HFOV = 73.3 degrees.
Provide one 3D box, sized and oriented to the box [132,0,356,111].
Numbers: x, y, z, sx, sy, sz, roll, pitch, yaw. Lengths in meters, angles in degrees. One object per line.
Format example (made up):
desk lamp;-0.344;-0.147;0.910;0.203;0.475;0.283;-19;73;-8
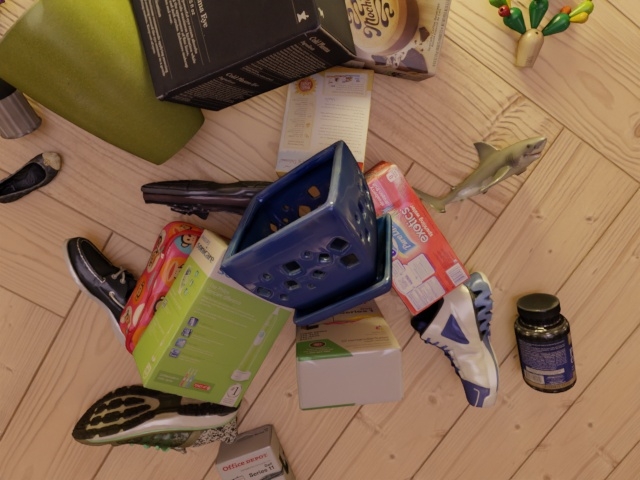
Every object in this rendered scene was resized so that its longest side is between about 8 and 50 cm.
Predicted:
box;-0.141;-0.437;0.719;0.312;0.179;0.344;-11;94;25

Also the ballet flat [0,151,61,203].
ballet flat;-0.625;-0.129;0.915;0.173;0.049;0.058;-34;105;5

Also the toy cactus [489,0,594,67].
toy cactus;0.453;-0.454;0.886;0.218;0.112;0.181;-1;114;-12

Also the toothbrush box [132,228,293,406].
toothbrush box;-0.195;0.156;0.843;0.206;0.122;0.284;30;91;-38

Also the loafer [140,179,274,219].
loafer;-0.228;-0.078;0.929;0.301;0.109;0.096;0;108;-7

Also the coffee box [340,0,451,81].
coffee box;0.088;-0.431;0.849;0.296;0.119;0.168;8;104;-6

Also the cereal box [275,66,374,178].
cereal box;0.011;-0.234;0.869;0.172;0.047;0.241;7;78;4

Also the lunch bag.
lunch bag;-0.263;0.126;0.939;0.258;0.120;0.294;23;94;-36

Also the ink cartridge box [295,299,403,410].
ink cartridge box;0.048;0.232;0.934;0.201;0.278;0.117;-5;101;-2

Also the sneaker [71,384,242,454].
sneaker;-0.382;0.461;1.038;0.409;0.158;0.182;-6;113;0

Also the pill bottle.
pill bottle;0.543;0.247;1.048;0.122;0.123;0.220;-16;105;0

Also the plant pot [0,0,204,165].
plant pot;-0.370;-0.294;0.804;0.274;0.275;0.293;-41;120;7

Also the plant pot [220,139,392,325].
plant pot;0.000;0.000;0.767;0.235;0.236;0.212;-29;117;26

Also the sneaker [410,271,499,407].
sneaker;0.315;0.238;1.041;0.182;0.127;0.316;-8;98;2

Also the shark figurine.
shark figurine;0.350;-0.159;0.964;0.278;0.166;0.116;-31;79;22

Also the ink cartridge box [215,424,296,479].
ink cartridge box;-0.160;0.606;1.111;0.152;0.087;0.209;-20;104;1

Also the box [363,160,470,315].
box;0.171;-0.009;0.949;0.154;0.142;0.300;-36;103;6

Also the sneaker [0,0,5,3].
sneaker;-0.677;-0.415;0.791;0.160;0.102;0.283;-3;89;-9

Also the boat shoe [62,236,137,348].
boat shoe;-0.448;0.112;0.962;0.091;0.114;0.303;-24;116;3

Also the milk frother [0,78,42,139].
milk frother;-0.610;-0.303;0.854;0.143;0.129;0.135;-36;144;-23
